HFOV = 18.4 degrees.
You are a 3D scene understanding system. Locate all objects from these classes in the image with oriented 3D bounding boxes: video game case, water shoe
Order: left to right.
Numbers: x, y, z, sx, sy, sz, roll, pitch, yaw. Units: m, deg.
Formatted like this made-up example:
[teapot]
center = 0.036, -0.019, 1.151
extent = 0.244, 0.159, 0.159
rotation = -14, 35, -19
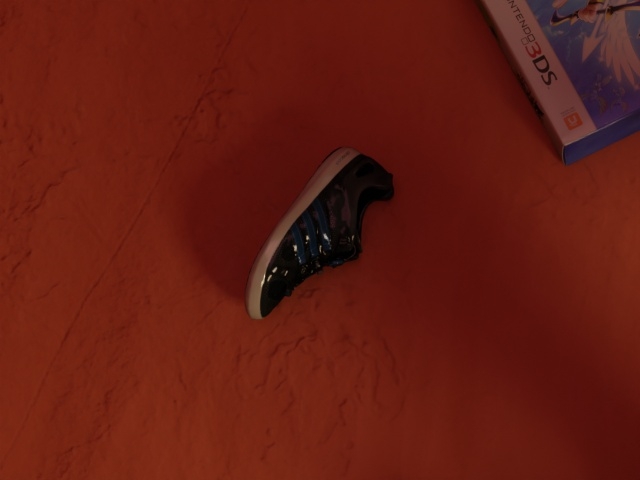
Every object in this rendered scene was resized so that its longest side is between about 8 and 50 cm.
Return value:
[water shoe]
center = 0.000, 0.000, 1.964
extent = 0.080, 0.073, 0.203
rotation = 30, 79, 15
[video game case]
center = 0.312, -0.242, 2.002
extent = 0.269, 0.061, 0.244
rotation = -26, 70, 0
